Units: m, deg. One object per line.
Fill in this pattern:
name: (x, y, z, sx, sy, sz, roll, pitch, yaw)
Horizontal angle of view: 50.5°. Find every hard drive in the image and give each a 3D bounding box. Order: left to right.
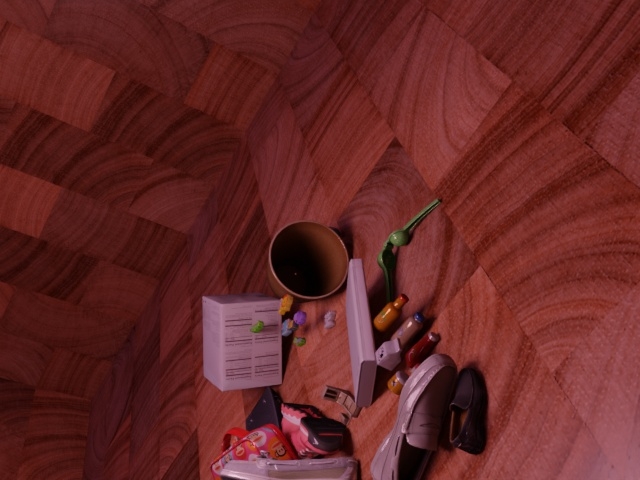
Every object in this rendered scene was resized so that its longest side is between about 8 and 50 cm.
hard drive: (-0.152, 0.568, 1.980, 0.172, 0.054, 0.254, -58, 26, 19)
hard drive: (0.097, 0.225, 1.683, 0.203, 0.040, 0.307, 92, 176, -46)

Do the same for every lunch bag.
lunch bag: (-0.171, 0.607, 1.769, 0.258, 0.120, 0.293, 56, 135, 9)

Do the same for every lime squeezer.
lime squeezer: (0.201, 0.022, 1.733, 0.310, 0.059, 0.110, -66, 25, 2)

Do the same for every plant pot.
plant pot: (-0.065, 0.094, 2.040, 0.254, 0.237, 0.237, 128, 155, -64)

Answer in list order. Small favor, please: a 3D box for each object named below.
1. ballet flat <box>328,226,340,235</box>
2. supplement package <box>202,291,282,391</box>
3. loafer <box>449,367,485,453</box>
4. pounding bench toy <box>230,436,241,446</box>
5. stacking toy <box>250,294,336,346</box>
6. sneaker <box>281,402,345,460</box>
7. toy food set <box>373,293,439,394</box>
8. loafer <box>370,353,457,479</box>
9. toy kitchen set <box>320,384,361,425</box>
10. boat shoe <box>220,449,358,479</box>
ballet flat: (0.000, 0.000, 2.140, 0.188, 0.070, 0.070, -40, 36, 38)
supplement package: (-0.245, 0.308, 2.115, 0.199, 0.198, 0.262, 7, 98, 64)
loafer: (0.282, 0.325, 1.323, 0.062, 0.061, 0.170, -40, 36, 46)
pounding bench toy: (-0.250, 0.637, 2.105, 0.052, 0.065, 0.083, -62, 26, 11)
stacking toy: (-0.080, 0.238, 1.977, 0.221, 0.167, 0.052, -40, 37, 46)
sneaker: (-0.024, 0.515, 1.743, 0.314, 0.116, 0.136, -177, 96, -71)
toy food set: (0.196, 0.232, 1.503, 0.104, 0.111, 0.232, -53, 21, 26)
loafer: (0.205, 0.384, 1.384, 0.111, 0.112, 0.319, 41, 115, 58)
toy kitchen set: (0.045, 0.417, 1.696, 0.068, 0.075, 0.083, -66, 26, 6)
boat shoe: (-0.072, 0.548, 1.590, 0.118, 0.321, 0.103, 84, -170, -49)
